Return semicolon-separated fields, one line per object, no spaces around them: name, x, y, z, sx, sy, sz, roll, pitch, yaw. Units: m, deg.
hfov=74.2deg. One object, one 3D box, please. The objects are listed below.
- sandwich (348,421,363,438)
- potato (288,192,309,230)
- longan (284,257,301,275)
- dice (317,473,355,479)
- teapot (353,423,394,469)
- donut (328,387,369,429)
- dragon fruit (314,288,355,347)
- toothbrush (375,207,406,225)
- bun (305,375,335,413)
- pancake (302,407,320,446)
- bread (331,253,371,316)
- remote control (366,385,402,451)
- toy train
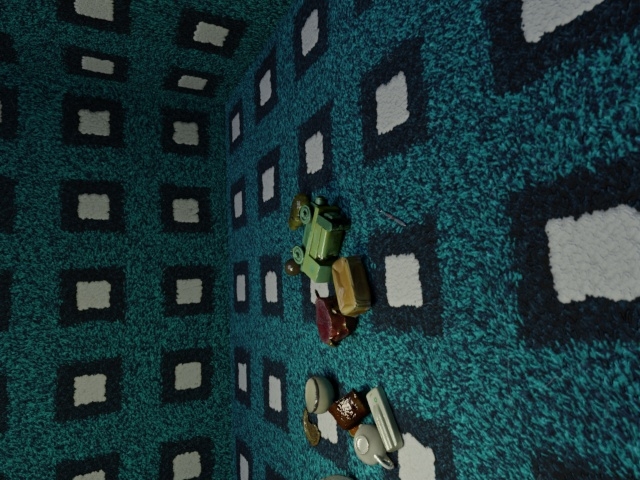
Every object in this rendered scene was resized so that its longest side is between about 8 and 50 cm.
sandwich;0.154;0.802;1.795;0.101;0.026;0.069;-69;30;28
potato;-0.118;-0.152;2.262;0.117;0.090;0.225;56;135;48
longan;-0.140;0.137;2.300;0.119;0.106;0.106;-54;14;-28
dice;0.048;1.153;1.741;0.251;0.260;0.242;49;134;50
teapot;0.195;0.798;1.641;0.226;0.092;0.145;39;108;48
donut;0.111;0.707;1.756;0.187;0.144;0.126;-43;62;8
dragon fruit;0.070;0.331;1.864;0.210;0.147;0.282;110;151;-48
toothbrush;0.267;-0.091;1.613;0.193;0.019;0.013;40;123;54
bun;0.005;0.718;1.975;0.173;0.120;0.172;-175;90;-69
pancake;-0.047;0.958;2.174;0.190;0.020;0.184;-32;61;58
bread;0.133;0.189;1.764;0.136;0.107;0.240;-44;52;50
remote control;0.238;0.679;1.611;0.090;0.049;0.230;-59;39;40
toy train;0.000;0.000;1.979;0.253;0.160;0.396;39;124;48
